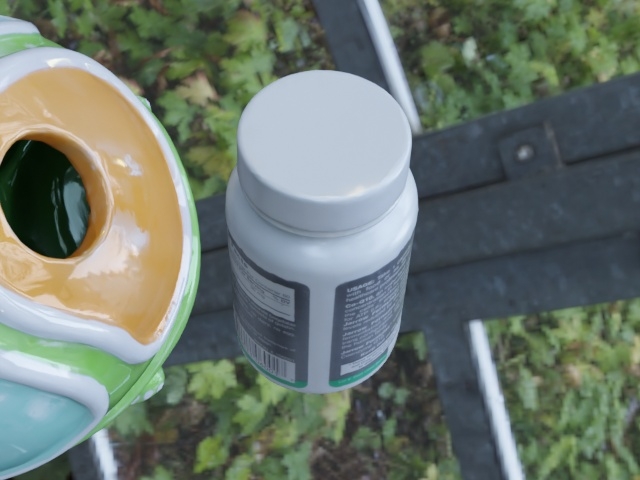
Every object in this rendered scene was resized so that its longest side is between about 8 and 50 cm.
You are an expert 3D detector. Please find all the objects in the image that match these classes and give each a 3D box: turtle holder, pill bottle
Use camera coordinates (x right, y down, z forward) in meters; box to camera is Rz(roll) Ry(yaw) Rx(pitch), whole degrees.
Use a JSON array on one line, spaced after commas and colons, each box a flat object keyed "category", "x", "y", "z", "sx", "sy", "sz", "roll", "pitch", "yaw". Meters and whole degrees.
[{"category": "turtle holder", "x": -0.225, "y": -0.005, "z": 0.533, "sx": 0.227, "sy": 0.320, "sz": 0.243, "roll": 58, "pitch": 48, "yaw": -86}, {"category": "pill bottle", "x": 0.000, "y": 0.000, "z": 1.214, "sx": 0.361, "sy": 0.204, "sz": 0.204, "roll": 93, "pitch": 16, "yaw": -55}]
